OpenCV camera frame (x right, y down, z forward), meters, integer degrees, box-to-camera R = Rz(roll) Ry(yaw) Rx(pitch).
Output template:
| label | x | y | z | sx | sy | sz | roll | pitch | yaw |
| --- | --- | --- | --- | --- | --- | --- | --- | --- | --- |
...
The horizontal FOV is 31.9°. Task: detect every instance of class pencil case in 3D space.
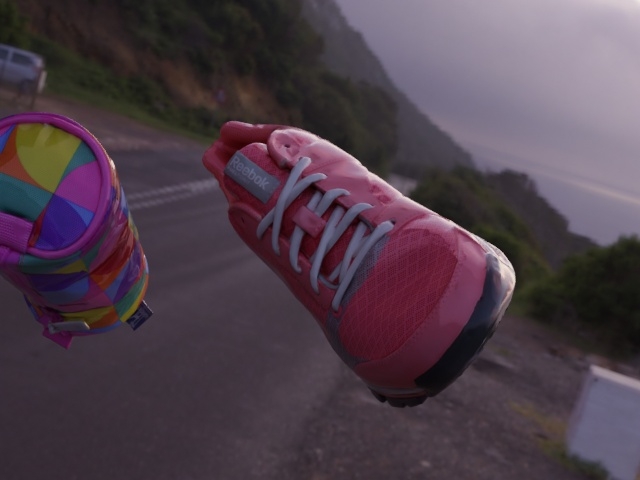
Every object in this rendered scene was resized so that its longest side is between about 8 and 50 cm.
| label | x | y | z | sx | sy | sz | roll | pitch | yaw |
| --- | --- | --- | --- | --- | --- | --- | --- | --- | --- |
| pencil case | -0.171 | 0.002 | 0.749 | 0.104 | 0.105 | 0.236 | 17 | -18 | 4 |

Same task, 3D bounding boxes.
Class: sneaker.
| label | x | y | z | sx | sy | sz | roll | pitch | yaw |
| --- | --- | --- | --- | --- | --- | --- | --- | --- | --- |
| sneaker | 0.000 | 0.000 | 0.700 | 0.136 | 0.116 | 0.314 | 33 | 3 | -26 |
